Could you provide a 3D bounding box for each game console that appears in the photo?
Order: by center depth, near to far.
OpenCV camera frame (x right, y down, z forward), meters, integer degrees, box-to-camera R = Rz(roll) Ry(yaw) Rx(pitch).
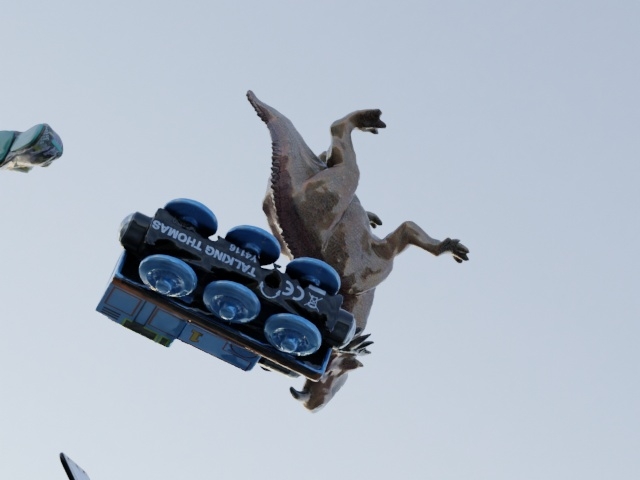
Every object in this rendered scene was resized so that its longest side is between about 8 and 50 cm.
[{"bbox_3d":[-0.150,0.215,1.520,0.107,0.071,0.122,5,-14,5],"label":"game console"}]

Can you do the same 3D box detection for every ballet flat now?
[{"bbox_3d":[-0.252,-0.073,1.627,0.114,0.041,0.041,-6,-60,53],"label":"ballet flat"}]

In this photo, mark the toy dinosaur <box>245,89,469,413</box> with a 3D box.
[{"bbox_3d":[0.000,0.000,1.798,0.127,0.200,0.296,-13,-69,53],"label":"toy dinosaur"}]

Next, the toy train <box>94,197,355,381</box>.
[{"bbox_3d":[-0.067,0.041,1.379,0.184,0.080,0.105,26,-38,-8],"label":"toy train"}]
